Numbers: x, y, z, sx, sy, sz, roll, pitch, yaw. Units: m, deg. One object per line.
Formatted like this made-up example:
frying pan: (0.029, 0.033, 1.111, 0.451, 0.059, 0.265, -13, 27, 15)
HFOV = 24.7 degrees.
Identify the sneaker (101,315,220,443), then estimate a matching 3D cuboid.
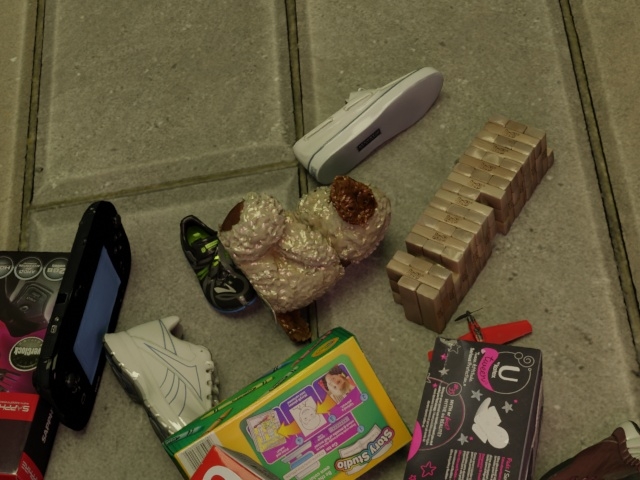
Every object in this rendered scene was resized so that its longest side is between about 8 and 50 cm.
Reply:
sneaker: (-0.187, 0.206, 1.992, 0.129, 0.111, 0.297, -29, 54, -15)

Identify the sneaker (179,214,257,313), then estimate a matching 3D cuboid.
sneaker: (-0.157, 0.035, 2.123, 0.067, 0.078, 0.188, -31, 54, -9)

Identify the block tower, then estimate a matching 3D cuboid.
block tower: (0.213, -0.035, 2.076, 0.091, 0.097, 0.335, 23, 62, 26)

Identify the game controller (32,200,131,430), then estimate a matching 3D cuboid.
game controller: (-0.326, 0.104, 2.056, 0.067, 0.166, 0.319, -1, 54, 19)

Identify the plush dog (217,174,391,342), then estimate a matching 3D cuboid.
plush dog: (0.000, 0.000, 2.048, 0.225, 0.262, 0.210, -34, 87, 0)

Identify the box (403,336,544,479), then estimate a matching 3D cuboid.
box: (0.195, 0.271, 1.814, 0.142, 0.163, 0.247, 7, 56, 15)

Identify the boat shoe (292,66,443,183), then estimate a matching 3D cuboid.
boat shoe: (0.070, -0.194, 2.225, 0.258, 0.095, 0.084, -36, 59, -14)

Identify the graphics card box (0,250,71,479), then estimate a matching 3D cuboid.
graphics card box: (-0.474, 0.186, 2.080, 0.233, 0.094, 0.371, 2, 54, 15)

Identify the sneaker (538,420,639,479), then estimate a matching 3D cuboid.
sneaker: (0.338, 0.318, 1.732, 0.162, 0.281, 0.106, -27, 96, 7)

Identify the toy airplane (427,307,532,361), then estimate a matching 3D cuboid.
toy airplane: (0.222, 0.153, 1.978, 0.151, 0.028, 0.151, -6, 53, 8)

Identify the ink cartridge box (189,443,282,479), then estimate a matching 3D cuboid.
ink cartridge box: (-0.089, 0.443, 1.703, 0.272, 0.130, 0.309, 32, 85, 18)

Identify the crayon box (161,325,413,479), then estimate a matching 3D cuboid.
crayon box: (-0.040, 0.256, 1.874, 0.278, 0.165, 0.081, -33, 14, -11)
